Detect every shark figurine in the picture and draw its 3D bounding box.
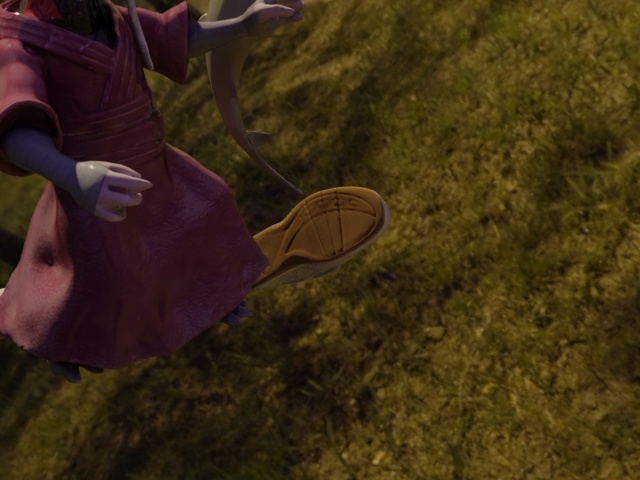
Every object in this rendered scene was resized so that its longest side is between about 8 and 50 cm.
[{"bbox_3d":[-0.048,-0.188,0.634,0.116,0.166,0.278,25,104,44],"label":"shark figurine"}]

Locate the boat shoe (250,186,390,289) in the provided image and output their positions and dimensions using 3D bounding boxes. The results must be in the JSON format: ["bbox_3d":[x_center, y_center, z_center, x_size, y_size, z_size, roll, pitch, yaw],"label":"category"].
[{"bbox_3d":[0.000,0.000,1.022,0.277,0.096,0.098,-23,69,40],"label":"boat shoe"}]

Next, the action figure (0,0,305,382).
[{"bbox_3d":[-0.172,-0.086,0.586,0.276,0.369,0.248,8,31,30],"label":"action figure"}]
